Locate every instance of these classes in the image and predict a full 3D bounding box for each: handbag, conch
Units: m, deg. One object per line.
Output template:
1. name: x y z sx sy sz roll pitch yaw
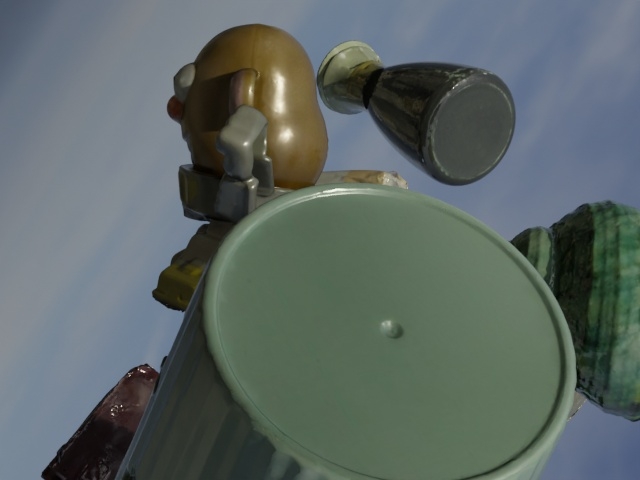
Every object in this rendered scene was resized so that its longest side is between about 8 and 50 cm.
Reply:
1. handbag: -0.232 0.298 1.983 0.216 0.203 0.074 -53 -179 -36
2. conch: 0.244 0.053 1.331 0.188 0.122 0.175 39 -60 38

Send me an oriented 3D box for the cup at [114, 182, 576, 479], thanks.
1. cup: 0.019 0.211 1.105 0.401 0.310 0.392 63 -29 31

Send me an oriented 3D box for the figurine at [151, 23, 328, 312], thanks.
1. figurine: -0.077 -0.076 1.515 0.342 0.167 0.284 -147 -114 -66

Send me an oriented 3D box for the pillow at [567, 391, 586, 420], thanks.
1. pillow: 0.353 0.127 1.897 0.255 0.059 0.169 -45 153 -12

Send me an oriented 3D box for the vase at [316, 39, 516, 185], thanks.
1. vase: 0.131 -0.207 2.239 0.321 0.173 0.173 32 -89 52

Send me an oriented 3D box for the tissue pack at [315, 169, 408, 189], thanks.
1. tissue pack: 0.000 0.000 1.926 0.222 0.090 0.186 1 -105 34
